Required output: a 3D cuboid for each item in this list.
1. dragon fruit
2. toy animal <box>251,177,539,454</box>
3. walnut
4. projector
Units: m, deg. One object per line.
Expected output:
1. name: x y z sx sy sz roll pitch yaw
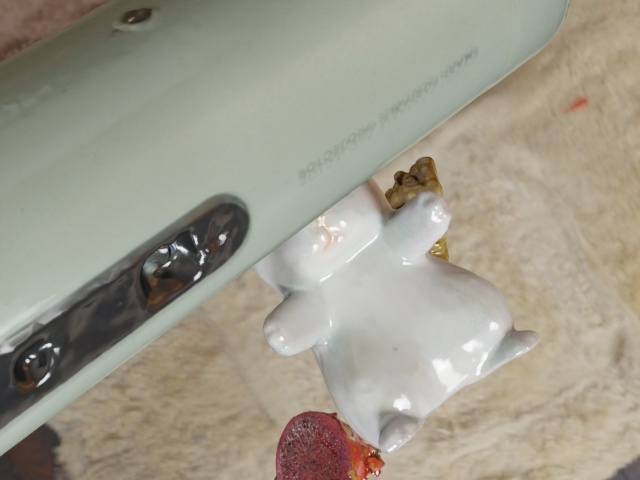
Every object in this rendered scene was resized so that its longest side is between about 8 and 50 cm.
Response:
1. dragon fruit: 0.021 0.305 1.712 0.153 0.111 0.153 -11 75 44
2. toy animal: 0.007 0.007 0.820 0.140 0.138 0.282 -38 101 -6
3. walnut: 0.105 -0.014 1.363 0.069 0.170 0.143 -4 78 5
4. projector: -0.054 -0.034 0.436 0.108 0.108 0.337 38 58 24
